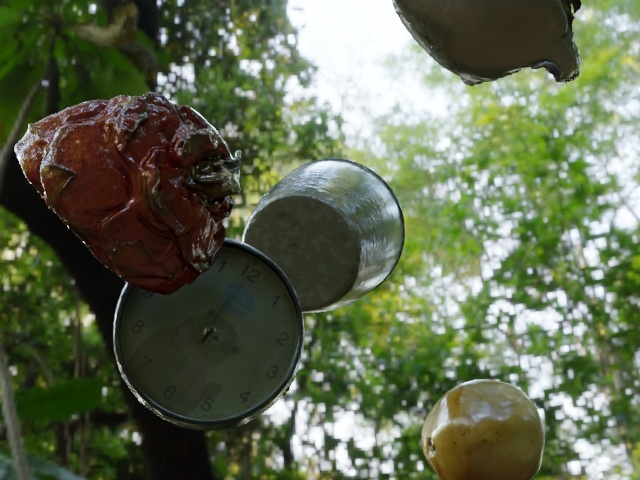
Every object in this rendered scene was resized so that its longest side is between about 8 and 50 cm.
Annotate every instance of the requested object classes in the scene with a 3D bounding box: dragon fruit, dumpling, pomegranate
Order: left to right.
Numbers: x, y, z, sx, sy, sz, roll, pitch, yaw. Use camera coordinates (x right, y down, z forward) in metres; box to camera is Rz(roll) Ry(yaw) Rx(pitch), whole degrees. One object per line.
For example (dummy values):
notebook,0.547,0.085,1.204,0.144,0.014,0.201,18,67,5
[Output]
dragon fruit,-0.206,-0.057,1.371,0.205,0.152,0.317,-41,-55,15
dumpling,0.161,-0.271,1.139,0.293,0.205,0.163,30,-59,-13
pomegranate,0.299,0.368,1.995,0.233,0.233,0.233,-3,-30,-2

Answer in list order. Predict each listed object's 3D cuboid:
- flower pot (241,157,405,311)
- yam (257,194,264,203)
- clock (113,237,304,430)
flower pot,0.000,0.000,2.044,0.293,0.294,0.330,-10,6,11
yam,0.000,-0.043,2.358,0.271,0.202,0.202,-12,8,-13
clock,-0.157,0.128,1.537,0.280,0.281,0.055,-1,-15,-4
